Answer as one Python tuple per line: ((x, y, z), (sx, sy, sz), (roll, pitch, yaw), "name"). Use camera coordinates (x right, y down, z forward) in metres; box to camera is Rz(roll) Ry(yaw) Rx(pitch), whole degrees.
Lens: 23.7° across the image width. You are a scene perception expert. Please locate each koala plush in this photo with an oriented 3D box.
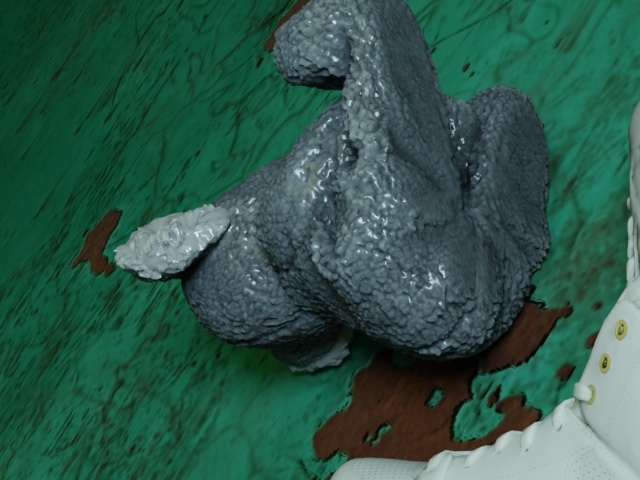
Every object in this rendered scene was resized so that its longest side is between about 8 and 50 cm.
((0.000, 0.000, 0.898), (0.221, 0.196, 0.203), (-25, 49, 34), "koala plush")

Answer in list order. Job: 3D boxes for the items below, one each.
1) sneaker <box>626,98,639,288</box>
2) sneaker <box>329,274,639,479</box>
((0.181, 0.008, 0.733), (0.095, 0.090, 0.235), (-49, 26, 27), "sneaker")
((0.115, 0.094, 0.654), (0.292, 0.108, 0.169), (12, 93, 49), "sneaker")
